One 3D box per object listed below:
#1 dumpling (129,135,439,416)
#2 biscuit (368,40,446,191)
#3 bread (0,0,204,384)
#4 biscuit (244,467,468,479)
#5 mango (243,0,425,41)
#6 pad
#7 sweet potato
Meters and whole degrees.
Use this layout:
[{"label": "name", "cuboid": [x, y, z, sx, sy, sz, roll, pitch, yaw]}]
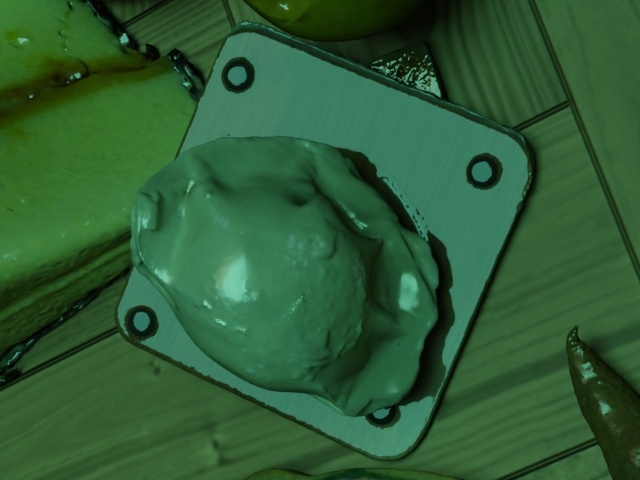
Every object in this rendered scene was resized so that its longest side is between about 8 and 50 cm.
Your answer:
[{"label": "dumpling", "cuboid": [-0.022, 0.017, 1.476, 0.258, 0.147, 0.193, 30, 77, -8]}, {"label": "biscuit", "cuboid": [0.058, -0.100, 1.559, 0.119, 0.019, 0.130, 31, 99, 23]}, {"label": "bread", "cuboid": [-0.295, -0.058, 1.743, 0.405, 0.242, 0.345, -26, 63, -12]}, {"label": "biscuit", "cuboid": [0.052, 0.318, 1.484, 0.344, 0.057, 0.287, 5, 85, 29]}, {"label": "mango", "cuboid": [-0.011, -0.332, 1.482, 0.182, 0.253, 0.365, -15, 95, 35]}, {"label": "pad", "cuboid": [0.000, 0.000, 1.550, 0.284, 0.018, 0.286, 24, 97, 17]}, {"label": "sweet potato", "cuboid": [0.259, 0.195, 1.387, 0.072, 0.066, 0.314, -30, 67, 14]}]
